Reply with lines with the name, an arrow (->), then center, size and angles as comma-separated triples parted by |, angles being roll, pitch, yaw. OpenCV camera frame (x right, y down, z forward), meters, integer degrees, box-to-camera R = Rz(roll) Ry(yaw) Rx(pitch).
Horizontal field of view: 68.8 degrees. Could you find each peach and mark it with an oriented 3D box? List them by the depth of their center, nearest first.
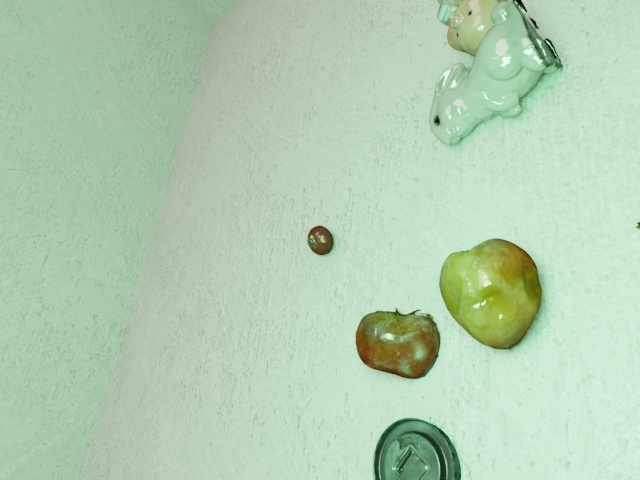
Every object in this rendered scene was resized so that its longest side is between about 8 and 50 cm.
peach -> 0.367, 0.120, 1.019 | 0.214, 0.214, 0.236 | -19, 73, 39

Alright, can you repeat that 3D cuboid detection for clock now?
clock -> 0.216, 0.518, 1.061 | 0.215, 0.042, 0.215 | -25, 52, 36

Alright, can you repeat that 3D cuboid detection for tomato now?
tomato -> 0.175, 0.246, 1.178 | 0.214, 0.155, 0.181 | -5, 69, 44

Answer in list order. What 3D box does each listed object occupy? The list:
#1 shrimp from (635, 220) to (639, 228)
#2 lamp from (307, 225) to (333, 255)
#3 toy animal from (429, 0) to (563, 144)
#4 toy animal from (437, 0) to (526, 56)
shrimp -> 0.704, -0.010, 0.845 | 0.236, 0.053, 0.133 | 4, 92, 44
lamp -> 0.000, 0.000, 1.546 | 0.101, 0.090, 0.101 | 33, 132, 45
toy animal -> 0.434, -0.425, 1.254 | 0.357, 0.193, 0.258 | -32, 73, 40
toy animal -> 0.443, -0.648, 1.340 | 0.195, 0.212, 0.256 | 115, 169, -58
